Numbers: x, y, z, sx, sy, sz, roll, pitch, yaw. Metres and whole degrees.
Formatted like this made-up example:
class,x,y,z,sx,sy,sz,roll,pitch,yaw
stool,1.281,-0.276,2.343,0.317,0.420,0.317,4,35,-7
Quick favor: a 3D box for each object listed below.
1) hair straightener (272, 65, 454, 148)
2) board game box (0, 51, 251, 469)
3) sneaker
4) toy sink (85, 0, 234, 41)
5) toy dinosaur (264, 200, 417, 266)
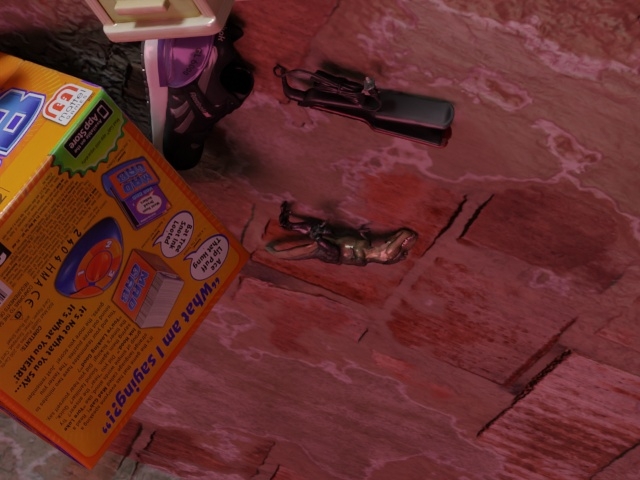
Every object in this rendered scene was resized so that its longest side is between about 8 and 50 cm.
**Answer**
class,x,y,z,sx,sy,sz,roll,pitch,yaw
hair straightener,0.051,-0.178,1.649,0.230,0.047,0.089,19,151,8
board game box,-0.389,0.010,1.786,0.356,0.356,0.356,22,159,43
sneaker,-0.145,-0.171,1.707,0.124,0.107,0.283,9,150,5
toy sink,-0.172,-0.299,1.474,0.153,0.131,0.234,2,147,29
toy dinosaur,0.000,0.000,1.951,0.268,0.064,0.118,1,153,34
